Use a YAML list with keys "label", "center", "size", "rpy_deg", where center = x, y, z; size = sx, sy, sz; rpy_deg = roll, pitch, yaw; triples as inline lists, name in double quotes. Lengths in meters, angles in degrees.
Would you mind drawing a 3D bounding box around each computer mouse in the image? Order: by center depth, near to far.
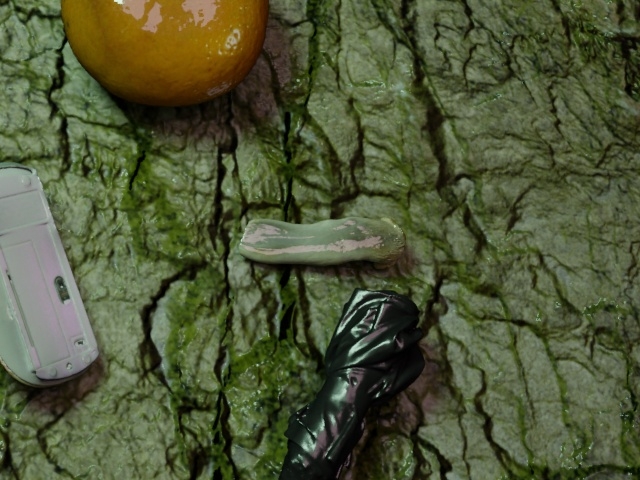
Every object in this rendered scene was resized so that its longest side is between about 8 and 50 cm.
- label: "computer mouse"
  center: [-0.317, 0.037, 1.423]
  size: [0.126, 0.056, 0.245]
  rpy_deg: [-21, 91, -49]

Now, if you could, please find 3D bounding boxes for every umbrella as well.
- label: "umbrella"
  center: [0.014, 0.203, 1.487]
  size: [0.118, 0.118, 0.340]
  rpy_deg: [34, 65, -7]

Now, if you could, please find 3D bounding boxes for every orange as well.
- label: "orange"
  center: [-0.178, -0.264, 1.526]
  size: [0.240, 0.171, 0.240]
  rpy_deg: [1, 86, -24]

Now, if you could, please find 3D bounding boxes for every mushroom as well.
- label: "mushroom"
  center: [0.000, 0.003, 1.578]
  size: [0.202, 0.054, 0.059]
  rpy_deg: [-1, 68, -15]
